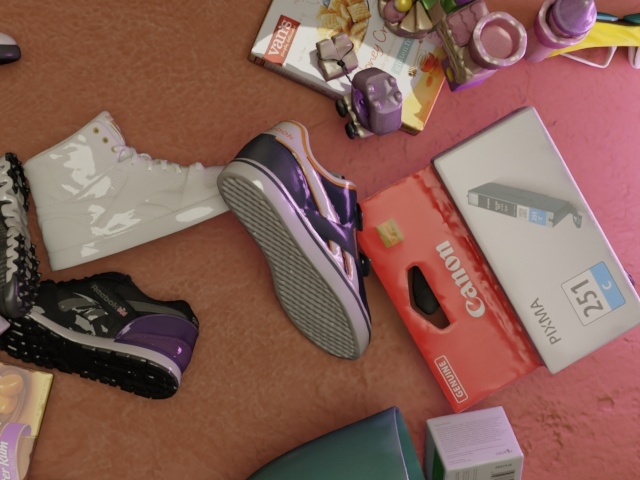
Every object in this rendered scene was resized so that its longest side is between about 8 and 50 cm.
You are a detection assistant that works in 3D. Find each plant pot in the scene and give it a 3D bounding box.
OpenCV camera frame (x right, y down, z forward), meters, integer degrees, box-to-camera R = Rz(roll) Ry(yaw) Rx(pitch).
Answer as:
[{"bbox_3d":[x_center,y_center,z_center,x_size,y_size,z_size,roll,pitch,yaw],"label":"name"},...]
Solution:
[{"bbox_3d":[0.017,0.364,1.725,0.235,0.293,0.293,-17,89,4],"label":"plant pot"}]

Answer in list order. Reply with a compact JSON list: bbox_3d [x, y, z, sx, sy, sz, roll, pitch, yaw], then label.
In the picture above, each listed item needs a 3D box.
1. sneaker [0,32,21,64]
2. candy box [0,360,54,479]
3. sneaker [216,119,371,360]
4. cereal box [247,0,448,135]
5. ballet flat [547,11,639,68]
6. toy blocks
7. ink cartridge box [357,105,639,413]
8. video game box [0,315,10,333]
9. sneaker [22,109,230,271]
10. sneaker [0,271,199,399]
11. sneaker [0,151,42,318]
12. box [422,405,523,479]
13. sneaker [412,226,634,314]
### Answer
[{"bbox_3d":[-0.491,-0.287,1.776,0.270,0.090,0.145,3,88,-7],"label":"sneaker"},{"bbox_3d":[-0.393,0.237,1.775,0.109,0.053,0.186,15,82,-8],"label":"candy box"},{"bbox_3d":[0.000,0.000,1.781,0.127,0.126,0.321,-51,133,-30],"label":"sneaker"},{"bbox_3d":[0.049,-0.259,1.884,0.240,0.047,0.173,24,81,-7],"label":"cereal box"},{"bbox_3d":[0.391,-0.262,1.936,0.231,0.077,0.077,1,107,-7],"label":"ballet flat"},{"bbox_3d":[0.147,-0.316,1.751,0.309,0.260,0.288,-23,86,-14],"label":"toy blocks"},{"bbox_3d":[0.209,0.029,1.793,0.261,0.066,0.296,-30,94,2],"label":"ink cartridge box"},{"bbox_3d":[-0.496,0.097,1.730,0.205,0.048,0.187,-41,96,17],"label":"video game box"},{"bbox_3d":[-0.210,-0.086,1.800,0.293,0.108,0.169,-19,92,-9],"label":"sneaker"},{"bbox_3d":[-0.286,0.090,1.796,0.283,0.107,0.124,20,54,0],"label":"sneaker"},{"bbox_3d":[-0.391,0.003,1.746,0.106,0.078,0.234,-16,53,2],"label":"sneaker"},{"bbox_3d":[0.186,0.273,1.829,0.102,0.087,0.101,-8,132,-9],"label":"box"},{"bbox_3d":[0.250,0.057,1.878,0.286,0.109,0.130,8,91,1],"label":"sneaker"}]
